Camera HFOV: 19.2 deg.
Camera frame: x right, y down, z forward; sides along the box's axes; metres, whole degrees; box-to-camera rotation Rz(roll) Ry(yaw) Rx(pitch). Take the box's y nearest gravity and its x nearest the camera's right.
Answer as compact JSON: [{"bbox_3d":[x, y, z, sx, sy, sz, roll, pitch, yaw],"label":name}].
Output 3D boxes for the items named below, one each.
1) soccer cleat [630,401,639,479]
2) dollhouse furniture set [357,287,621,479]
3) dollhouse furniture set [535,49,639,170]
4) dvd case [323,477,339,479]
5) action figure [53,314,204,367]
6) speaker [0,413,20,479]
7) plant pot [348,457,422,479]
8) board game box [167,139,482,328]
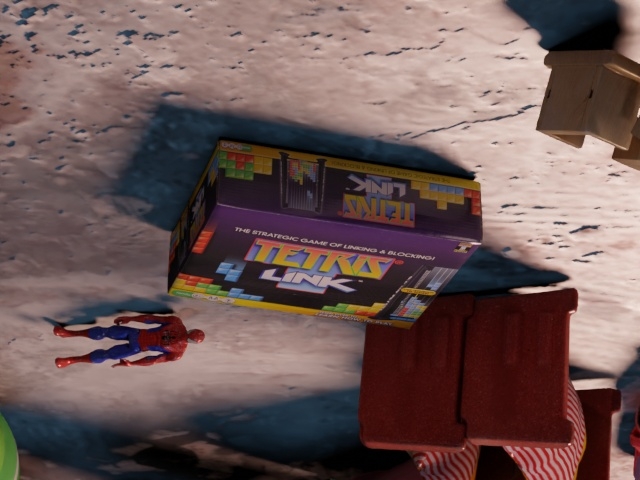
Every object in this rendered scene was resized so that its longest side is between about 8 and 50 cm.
[{"bbox_3d":[0.283,0.166,1.515,0.095,0.083,0.248,30,160,8],"label":"soccer cleat"},{"bbox_3d":[0.117,0.244,1.333,0.152,0.374,0.201,-2,155,18],"label":"dollhouse furniture set"},{"bbox_3d":[0.241,-0.078,1.027,0.182,0.101,0.161,20,173,-34],"label":"dollhouse furniture set"},{"bbox_3d":[0.000,0.246,1.742,0.087,0.013,0.119,24,147,-38],"label":"dvd case"},{"bbox_3d":[-0.138,0.074,1.373,0.115,0.038,0.030,-6,170,16],"label":"action figure"},{"bbox_3d":[-0.317,0.130,1.394,0.131,0.131,0.296,-3,153,9],"label":"speaker"},{"bbox_3d":[0.107,0.257,1.579,0.201,0.201,0.180,16,135,-27],"label":"plant pot"},{"bbox_3d":[0.000,0.000,1.206,0.170,0.048,0.141,8,154,-13],"label":"board game box"}]
